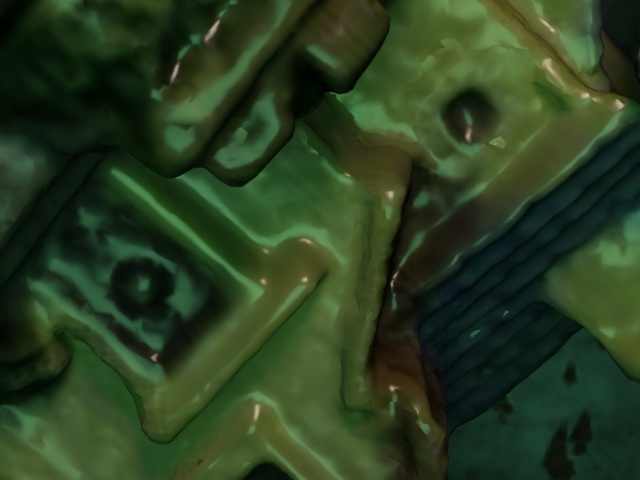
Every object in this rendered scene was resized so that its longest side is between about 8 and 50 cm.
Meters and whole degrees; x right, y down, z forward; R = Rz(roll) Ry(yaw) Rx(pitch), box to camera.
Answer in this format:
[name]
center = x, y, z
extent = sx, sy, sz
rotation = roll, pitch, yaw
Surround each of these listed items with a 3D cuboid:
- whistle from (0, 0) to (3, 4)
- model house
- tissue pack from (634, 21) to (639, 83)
[whistle]
center = -0.160, -0.110, 0.544
extent = 0.093, 0.269, 0.180
rotation = 36, 145, 22
[model house]
center = 0.000, 0.000, 0.536
extent = 0.266, 0.261, 0.321
rotation = 43, 107, -10
[tissue pack]
center = 0.306, -0.106, 0.504
extent = 0.361, 0.259, 0.122
rotation = 20, 146, -2
